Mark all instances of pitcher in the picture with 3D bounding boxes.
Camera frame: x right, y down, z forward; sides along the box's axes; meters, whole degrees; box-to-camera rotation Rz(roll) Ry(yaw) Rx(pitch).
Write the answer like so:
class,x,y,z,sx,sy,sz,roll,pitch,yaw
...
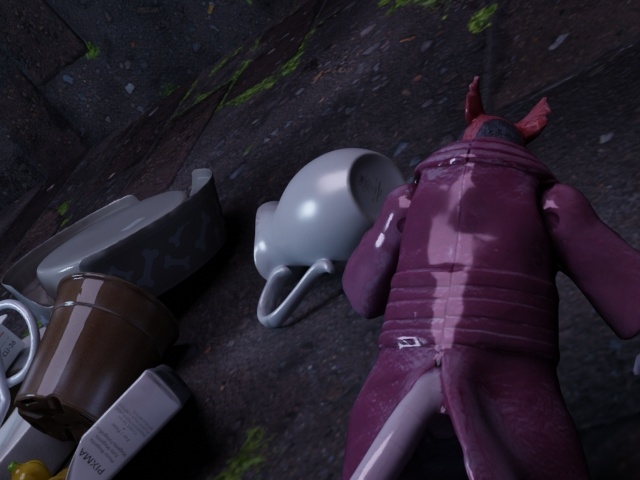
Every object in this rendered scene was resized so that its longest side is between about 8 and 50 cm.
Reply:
class,x,y,z,sx,sy,sz,roll,pitch,yaw
pitcher,0.000,0.000,0.930,0.207,0.125,0.178,-28,45,50

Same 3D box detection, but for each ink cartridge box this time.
class,x,y,z,sx,sy,sz,roll,pitch,yaw
ink cartridge box,-0.234,0.228,0.858,0.232,0.066,0.189,-41,-1,-9
ink cartridge box,-0.527,0.190,1.257,0.198,0.067,0.115,-22,32,39

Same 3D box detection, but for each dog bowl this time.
class,x,y,z,sx,sy,sz,roll,pitch,yaw
dog bowl,-0.296,0.016,1.258,0.348,0.102,0.349,-24,17,8

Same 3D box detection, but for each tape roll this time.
class,x,y,z,sx,sy,sz,roll,pitch,yaw
tape roll,-0.464,0.282,1.174,0.392,0.072,0.392,-33,25,18

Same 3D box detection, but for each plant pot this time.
class,x,y,z,sx,sy,sz,roll,pitch,yaw
plant pot,-0.281,0.153,1.027,0.167,0.167,0.165,-20,38,40

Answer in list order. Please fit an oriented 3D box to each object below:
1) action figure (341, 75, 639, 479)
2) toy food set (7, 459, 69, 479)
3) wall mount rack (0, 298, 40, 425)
class,x,y,z,sx,sy,sz,roll,pitch,yaw
action figure,0.071,0.058,0.486,0.248,0.275,0.370,-4,68,30
toy food set,-0.368,0.322,0.914,0.218,0.071,0.128,-49,13,-10
wall mount rack,-0.511,0.221,1.081,0.350,0.304,0.130,-28,-18,27
